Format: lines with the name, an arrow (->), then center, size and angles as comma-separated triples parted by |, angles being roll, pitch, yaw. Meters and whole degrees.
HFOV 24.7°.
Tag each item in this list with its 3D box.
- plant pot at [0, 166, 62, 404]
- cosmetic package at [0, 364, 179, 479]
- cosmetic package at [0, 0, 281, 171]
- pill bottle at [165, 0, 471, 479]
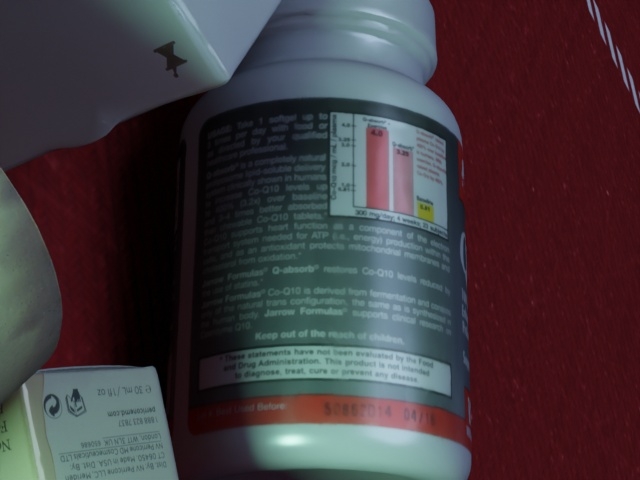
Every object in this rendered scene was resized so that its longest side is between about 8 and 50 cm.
plant pot -> -0.282, 0.065, 0.565 | 0.256, 0.256, 0.274 | 55, 49, -27
cosmetic package -> -0.145, 0.232, 0.755 | 0.113, 0.160, 0.309 | 5, 68, -57
cosmetic package -> -0.122, -0.220, 0.994 | 0.156, 0.217, 0.385 | 59, 30, -22
pill bottle -> 0.000, 0.000, 1.045 | 0.210, 0.210, 0.363 | 27, 58, -51
